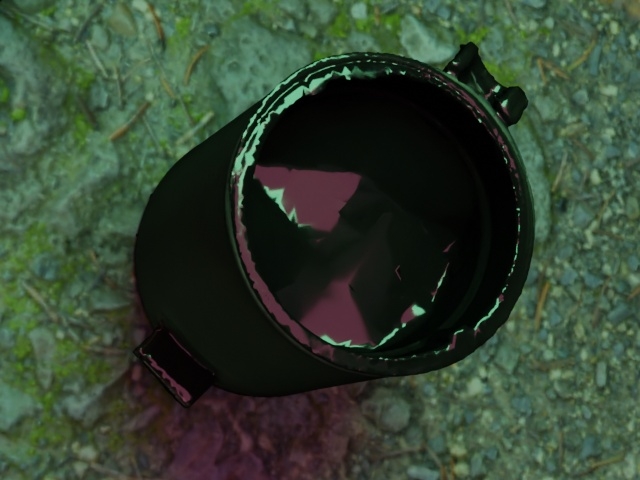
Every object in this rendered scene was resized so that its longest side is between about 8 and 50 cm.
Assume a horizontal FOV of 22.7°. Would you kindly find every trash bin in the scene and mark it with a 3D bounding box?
[{"bbox_3d":[0.000,0.000,1.152,0.217,0.262,0.277,46,71,-8],"label":"trash bin"}]
